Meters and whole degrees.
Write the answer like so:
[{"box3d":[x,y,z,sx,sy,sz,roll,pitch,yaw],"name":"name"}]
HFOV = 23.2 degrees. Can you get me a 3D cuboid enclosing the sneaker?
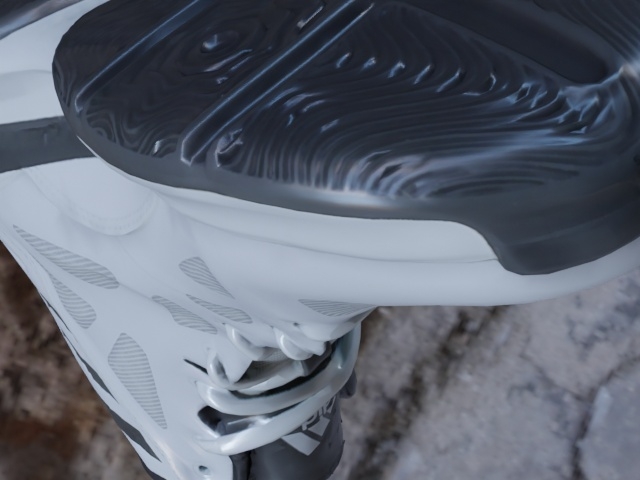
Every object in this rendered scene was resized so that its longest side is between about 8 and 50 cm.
[{"box3d":[0.000,-0.001,0.608,0.169,0.257,0.447,-42,30,-22],"name":"sneaker"}]
